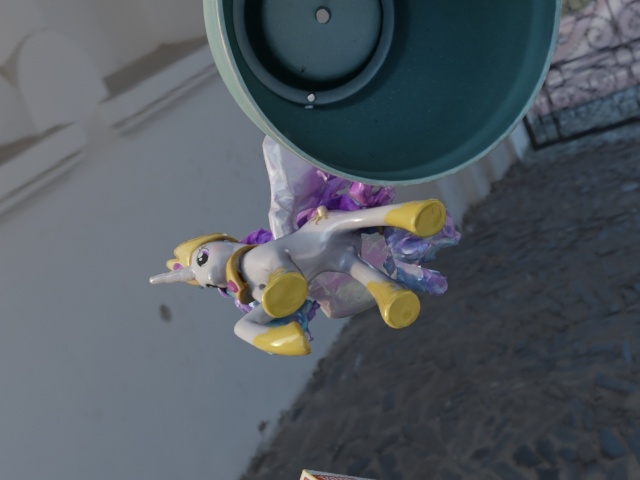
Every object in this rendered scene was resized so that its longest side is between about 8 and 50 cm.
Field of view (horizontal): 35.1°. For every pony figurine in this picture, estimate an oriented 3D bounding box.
[{"bbox_3d":[0.000,0.000,1.197,0.351,0.303,0.363,-28,20,-21],"label":"pony figurine"}]

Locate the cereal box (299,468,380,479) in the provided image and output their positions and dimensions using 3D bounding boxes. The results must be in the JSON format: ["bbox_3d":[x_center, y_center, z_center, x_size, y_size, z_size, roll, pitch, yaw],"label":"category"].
[{"bbox_3d":[0.106,0.266,0.853,0.173,0.047,0.240,17,1,-33],"label":"cereal box"}]

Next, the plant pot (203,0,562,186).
[{"bbox_3d":[0.026,-0.199,0.863,0.293,0.293,0.196,-29,17,-16],"label":"plant pot"}]
